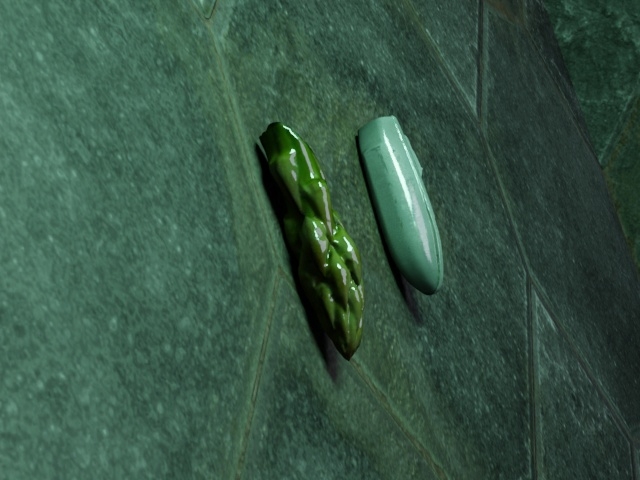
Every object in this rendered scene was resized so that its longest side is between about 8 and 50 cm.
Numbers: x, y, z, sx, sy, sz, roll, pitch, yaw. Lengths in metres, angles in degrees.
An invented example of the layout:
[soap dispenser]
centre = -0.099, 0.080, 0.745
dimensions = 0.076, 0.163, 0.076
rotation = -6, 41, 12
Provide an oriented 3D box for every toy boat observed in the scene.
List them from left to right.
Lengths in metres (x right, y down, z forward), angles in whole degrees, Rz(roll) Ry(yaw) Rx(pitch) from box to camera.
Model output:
[toy boat]
centre = 0.120, -0.047, 1.745
dimensions = 0.085, 0.078, 0.261
rotation = 2, 65, -49

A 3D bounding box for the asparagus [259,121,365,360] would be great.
[asparagus]
centre = 0.000, 0.000, 1.458
dimensions = 0.080, 0.080, 0.287
rotation = 8, 65, -64
